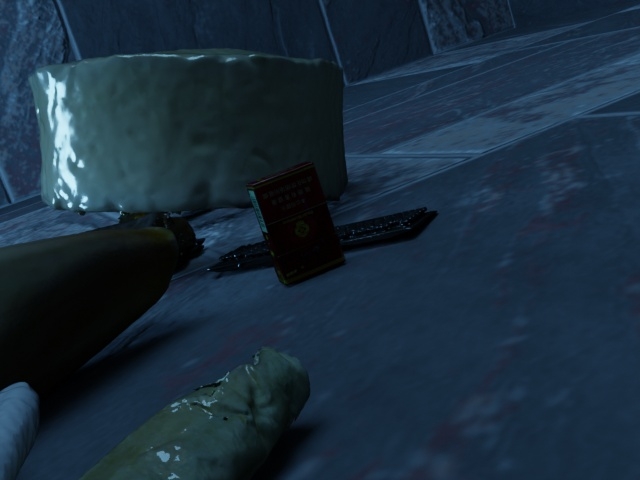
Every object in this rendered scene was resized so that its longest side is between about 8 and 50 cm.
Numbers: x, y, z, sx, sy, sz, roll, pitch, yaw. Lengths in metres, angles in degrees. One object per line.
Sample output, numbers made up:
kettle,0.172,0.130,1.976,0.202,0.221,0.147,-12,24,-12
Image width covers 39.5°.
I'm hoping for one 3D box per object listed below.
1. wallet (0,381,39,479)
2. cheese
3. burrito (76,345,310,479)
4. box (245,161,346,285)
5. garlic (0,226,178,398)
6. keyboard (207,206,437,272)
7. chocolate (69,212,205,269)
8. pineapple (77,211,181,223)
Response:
wallet,-0.160,0.123,0.331,0.124,0.032,0.183,-43,13,2
cheese,-0.124,-0.112,0.937,0.292,0.153,0.332,0,4,26
burrito,-0.066,0.098,0.346,0.058,0.045,0.188,-29,7,36
box,-0.019,-0.013,0.674,0.051,0.082,0.023,-22,12,-16
garlic,-0.220,0.062,0.566,0.143,0.112,0.318,-40,-6,40
keyboard,-0.001,-0.002,0.759,0.196,0.015,0.074,-11,14,28
chocolate,-0.283,0.031,0.909,0.329,0.065,0.102,-14,12,12
pineapple,-0.231,-0.105,1.161,0.114,0.186,0.236,-32,-17,33
